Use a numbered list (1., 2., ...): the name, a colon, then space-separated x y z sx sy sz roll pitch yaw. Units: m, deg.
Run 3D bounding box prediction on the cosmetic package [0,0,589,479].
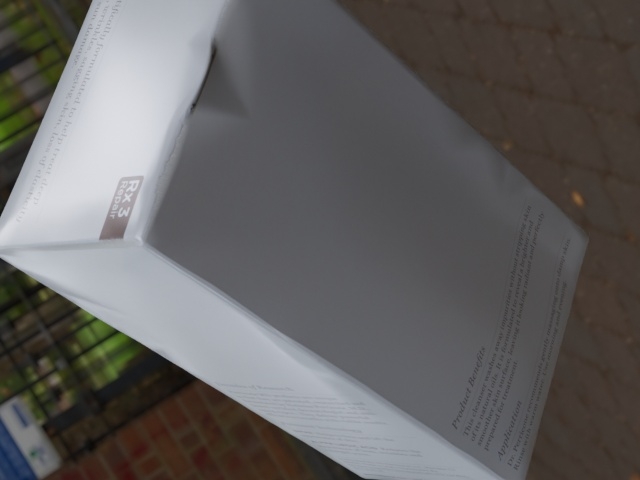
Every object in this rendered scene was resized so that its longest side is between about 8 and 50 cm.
1. cosmetic package: 0.000 0.000 0.959 0.156 0.217 0.385 -4 148 45
